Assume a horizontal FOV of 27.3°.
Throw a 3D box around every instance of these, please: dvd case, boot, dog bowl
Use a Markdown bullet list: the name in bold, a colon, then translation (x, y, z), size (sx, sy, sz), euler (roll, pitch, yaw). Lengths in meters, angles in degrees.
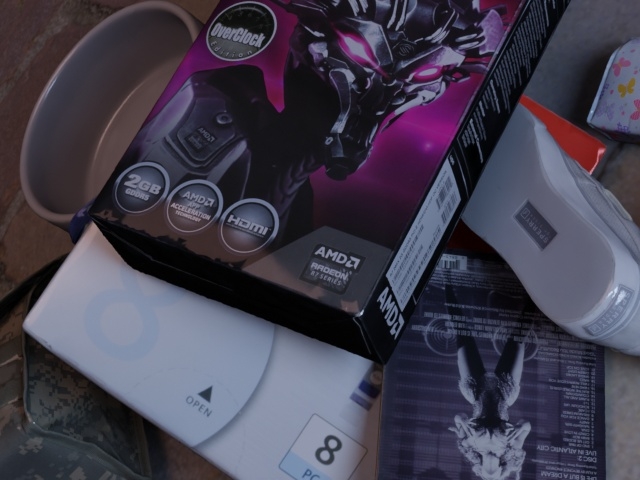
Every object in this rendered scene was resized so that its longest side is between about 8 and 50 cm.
- **dvd case**: translation (0.126, 0.109, 0.964), size (0.165, 0.018, 0.221), euler (6, 61, -2)
- **boot**: translation (0.186, -0.002, 0.978), size (0.095, 0.123, 0.258), euler (-46, 37, 20)
- **dog bowl**: translation (-0.193, -0.118, 1.405), size (0.265, 0.104, 0.264), euler (-22, 53, 32)

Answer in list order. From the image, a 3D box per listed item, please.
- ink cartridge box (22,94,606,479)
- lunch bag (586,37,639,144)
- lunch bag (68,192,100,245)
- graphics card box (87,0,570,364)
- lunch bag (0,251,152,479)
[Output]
- **ink cartridge box**: translation (0.000, 0.000, 1.047), size (0.308, 0.091, 0.385), euler (33, 89, 10)
- **lunch bag**: translation (0.260, -0.117, 1.033), size (0.071, 0.053, 0.083), euler (16, 86, 48)
- **lunch bag**: translation (-0.113, -0.034, 1.230), size (0.219, 0.176, 0.090), euler (-39, 73, 17)
- **graphics card box**: translation (0.020, -0.115, 0.986), size (0.233, 0.094, 0.371), euler (21, 70, 24)
- **lunch bag**: translation (-0.301, 0.162, 1.290), size (0.235, 0.169, 0.287), euler (-41, 37, 21)
